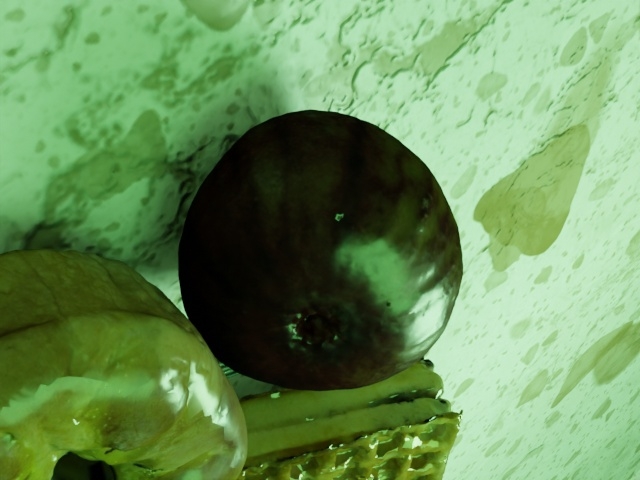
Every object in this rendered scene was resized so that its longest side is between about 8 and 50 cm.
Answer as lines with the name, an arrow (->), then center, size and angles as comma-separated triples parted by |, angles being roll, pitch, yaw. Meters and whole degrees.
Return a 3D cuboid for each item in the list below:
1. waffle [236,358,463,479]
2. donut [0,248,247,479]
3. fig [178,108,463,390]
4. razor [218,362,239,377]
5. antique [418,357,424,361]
waffle -> -0.017, 0.245, 0.948 | 0.308, 0.091, 0.213 | -9, 134, -17
donut -> -0.196, 0.155, 0.650 | 0.299, 0.150, 0.317 | 2, 127, -38
fig -> -0.003, 0.009, 0.715 | 0.235, 0.214, 0.235 | -10, 149, -6
razor -> -0.119, 0.136, 0.852 | 0.191, 0.068, 0.037 | -16, 176, -32
antique -> 0.069, 0.203, 1.094 | 0.093, 0.087, 0.310 | -33, 145, -19
